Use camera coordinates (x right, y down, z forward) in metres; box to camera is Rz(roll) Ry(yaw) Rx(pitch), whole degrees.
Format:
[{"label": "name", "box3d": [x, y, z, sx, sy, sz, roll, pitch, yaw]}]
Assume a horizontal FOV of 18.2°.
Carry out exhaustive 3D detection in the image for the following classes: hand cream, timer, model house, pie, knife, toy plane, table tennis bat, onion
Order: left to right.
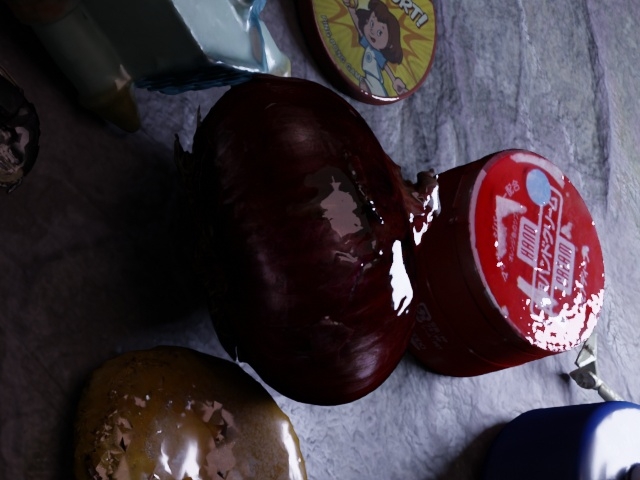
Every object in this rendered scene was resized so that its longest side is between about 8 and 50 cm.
[{"label": "knife", "box3d": [-0.355, -0.195, 1.685, 0.365, 0.043, 0.089, 51, 42, -18]}, {"label": "model house", "box3d": [-0.140, -0.225, 1.859, 0.325, 0.194, 0.267, 56, 37, -34]}, {"label": "pie", "box3d": [-0.112, 0.216, 1.749, 0.273, 0.069, 0.273, 17, 63, -38]}, {"label": "onion", "box3d": [0.000, 0.000, 1.791, 0.314, 0.232, 0.314, 168, -90, -89]}, {"label": "table tennis bat", "box3d": [0.060, -0.284, 2.183, 0.200, 0.038, 0.310, 38, 52, -31]}, {"label": "hand cream", "box3d": [0.175, 0.026, 2.082, 0.230, 0.149, 0.230, 21, 60, -42]}, {"label": "toy plane", "box3d": [0.379, 0.226, 2.257, 0.286, 0.108, 0.092, 43, 46, -8]}, {"label": "timer", "box3d": [0.380, 0.265, 2.016, 0.270, 0.383, 0.270, 21, 59, -41]}]
